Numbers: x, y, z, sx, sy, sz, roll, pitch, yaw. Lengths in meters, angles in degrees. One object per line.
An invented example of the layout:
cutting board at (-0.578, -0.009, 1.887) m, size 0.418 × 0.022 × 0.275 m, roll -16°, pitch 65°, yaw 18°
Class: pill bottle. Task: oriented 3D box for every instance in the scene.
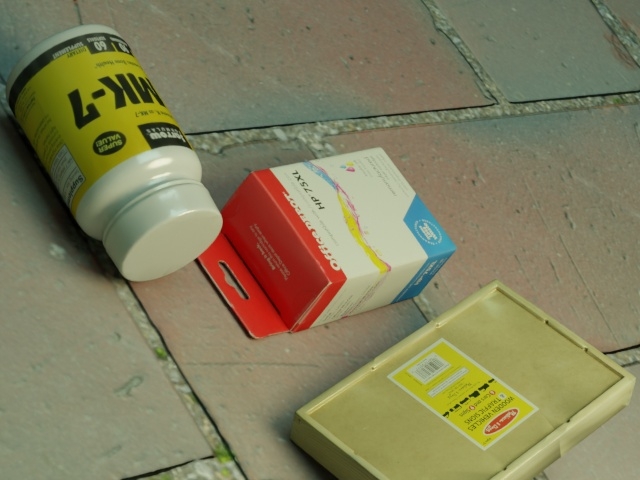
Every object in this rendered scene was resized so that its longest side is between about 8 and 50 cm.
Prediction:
pill bottle at (-0.177, -0.075, 1.651) m, size 0.119 × 0.119 × 0.208 m, roll -9°, pitch 57°, yaw -45°

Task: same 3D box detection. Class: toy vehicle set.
toy vehicle set at (0.126, 0.144, 1.649) m, size 0.166 × 0.035 × 0.267 m, roll 37°, pitch 49°, yaw 28°

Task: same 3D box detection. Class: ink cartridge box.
ink cartridge box at (0.000, 0.000, 1.757) m, size 0.231 × 0.078 × 0.134 m, roll -14°, pitch 61°, yaw -47°
